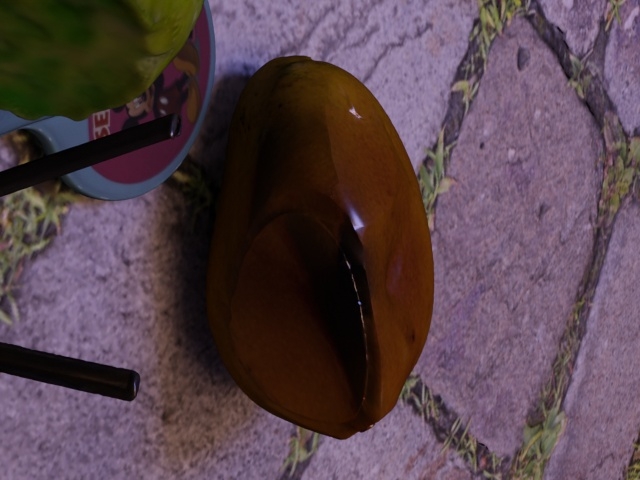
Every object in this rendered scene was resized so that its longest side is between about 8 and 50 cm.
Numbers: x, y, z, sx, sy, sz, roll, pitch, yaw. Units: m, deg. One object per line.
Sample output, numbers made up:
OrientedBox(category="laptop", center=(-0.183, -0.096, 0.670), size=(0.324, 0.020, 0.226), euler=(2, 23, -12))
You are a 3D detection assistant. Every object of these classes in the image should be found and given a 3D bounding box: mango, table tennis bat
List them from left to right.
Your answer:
OrientedBox(category="table tennis bat", center=(-0.134, -0.087, 0.840), size=(0.244, 0.040, 0.153), euler=(-26, 121, -54))
OrientedBox(category="mango", center=(0.000, 0.000, 0.971), size=(0.166, 0.136, 0.236), euler=(-38, 125, -62))

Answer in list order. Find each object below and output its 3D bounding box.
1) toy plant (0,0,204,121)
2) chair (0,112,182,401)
OrientedBox(category="toy plant", center=(-0.125, -0.234, 0.721), size=(0.224, 0.184, 0.315), euler=(31, 59, -35))
OrientedBox(category="chair", center=(-0.207, -0.014, 0.623), size=(0.158, 0.247, 0.172), euler=(59, 33, -56))
